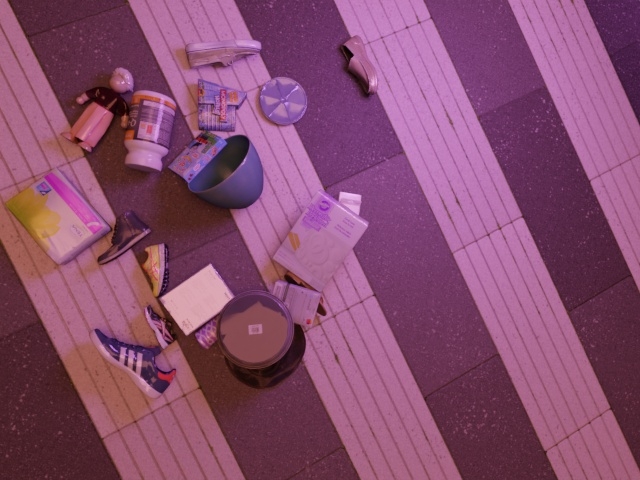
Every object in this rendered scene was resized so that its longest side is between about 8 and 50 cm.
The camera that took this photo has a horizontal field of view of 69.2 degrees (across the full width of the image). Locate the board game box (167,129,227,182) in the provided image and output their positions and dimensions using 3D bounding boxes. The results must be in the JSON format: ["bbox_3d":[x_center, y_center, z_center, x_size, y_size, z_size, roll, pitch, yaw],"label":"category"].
[{"bbox_3d":[-0.479,-0.329,1.797,0.211,0.160,0.039,-50,134,-9],"label":"board game box"}]

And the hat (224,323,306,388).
[{"bbox_3d":[-0.210,0.429,1.818,0.331,0.134,0.331,1,86,-11],"label":"hat"}]

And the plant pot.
[{"bbox_3d":[-0.331,-0.234,1.782,0.290,0.290,0.195,-50,131,-10],"label":"plant pot"}]

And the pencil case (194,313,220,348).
[{"bbox_3d":[-0.390,0.338,1.808,0.206,0.086,0.088,-39,131,-6],"label":"pencil case"}]

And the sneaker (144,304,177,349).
[{"bbox_3d":[-0.613,0.322,1.783,0.077,0.072,0.178,-29,101,-23],"label":"sneaker"}]

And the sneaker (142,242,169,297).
[{"bbox_3d":[-0.636,0.115,1.782,0.094,0.081,0.208,-1,80,-4],"label":"sneaker"}]

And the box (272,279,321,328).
[{"bbox_3d":[-0.104,0.250,1.833,0.186,0.038,0.145,16,101,4],"label":"box"}]

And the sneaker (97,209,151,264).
[{"bbox_3d":[-0.768,-0.010,1.755,0.222,0.083,0.118,-41,98,-21],"label":"sneaker"}]

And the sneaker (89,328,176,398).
[{"bbox_3d":[-0.690,0.424,1.732,0.350,0.131,0.148,46,73,-11],"label":"sneaker"}]

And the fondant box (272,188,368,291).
[{"bbox_3d":[0.000,0.000,1.827,0.238,0.096,0.330,35,103,1],"label":"fondant box"}]

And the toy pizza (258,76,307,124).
[{"bbox_3d":[-0.156,-0.579,1.935,0.201,0.032,0.201,1,86,-10],"label":"toy pizza"}]

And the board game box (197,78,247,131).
[{"bbox_3d":[-0.393,-0.543,1.871,0.194,0.060,0.194,-1,87,-11],"label":"board game box"}]

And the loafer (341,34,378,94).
[{"bbox_3d":[0.164,-0.738,1.979,0.092,0.102,0.268,-20,82,-11],"label":"loafer"}]

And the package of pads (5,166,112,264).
[{"bbox_3d":[-0.962,-0.083,1.709,0.229,0.101,0.296,-41,95,-11],"label":"package of pads"}]

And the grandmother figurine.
[{"bbox_3d":[-0.820,-0.501,1.764,0.208,0.104,0.342,31,84,-17],"label":"grandmother figurine"}]

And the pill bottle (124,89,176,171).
[{"bbox_3d":[-0.649,-0.408,1.760,0.162,0.162,0.278,9,85,-11],"label":"pill bottle"}]

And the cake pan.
[{"bbox_3d":[-0.245,0.329,1.736,0.293,0.054,0.293,1,76,-6],"label":"cake pan"}]

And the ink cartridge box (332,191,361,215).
[{"bbox_3d":[0.105,-0.142,1.906,0.092,0.143,0.090,7,85,-11],"label":"ink cartridge box"}]

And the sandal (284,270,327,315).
[{"bbox_3d":[-0.037,0.197,1.892,0.240,0.088,0.079,46,58,-9],"label":"sandal"}]

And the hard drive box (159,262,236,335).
[{"bbox_3d":[-0.469,0.225,1.798,0.232,0.089,0.181,-35,94,-11],"label":"hard drive box"}]

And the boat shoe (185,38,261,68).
[{"bbox_3d":[-0.388,-0.750,1.873,0.302,0.109,0.094,-6,104,-3],"label":"boat shoe"}]
